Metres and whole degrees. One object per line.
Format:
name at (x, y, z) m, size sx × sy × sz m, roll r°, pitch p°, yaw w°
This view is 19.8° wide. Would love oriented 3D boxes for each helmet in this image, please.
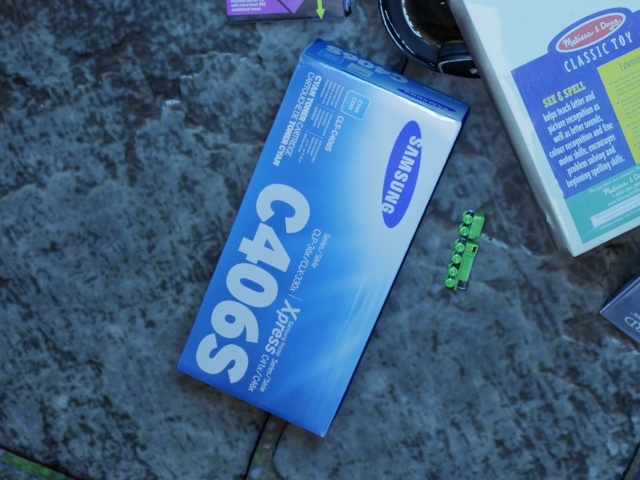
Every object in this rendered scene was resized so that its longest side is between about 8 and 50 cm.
helmet at (0.141, -0.219, 1.611) m, size 0.169 × 0.161 × 0.169 m, roll -1°, pitch 96°, yaw -13°

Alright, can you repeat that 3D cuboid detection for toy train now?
toy train at (0.139, 0.010, 1.758) m, size 0.023 × 0.017 × 0.083 m, roll 13°, pitch 109°, yaw -2°

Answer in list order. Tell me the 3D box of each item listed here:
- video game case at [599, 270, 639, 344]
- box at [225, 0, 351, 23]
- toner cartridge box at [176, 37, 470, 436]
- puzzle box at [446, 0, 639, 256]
video game case at (0.395, 0.058, 1.631) m, size 0.196 × 0.026 × 0.274 m, roll 37°, pitch 145°, yaw -2°
box at (-0.036, -0.285, 1.701) m, size 0.116 × 0.029 × 0.162 m, roll -2°, pitch 105°, yaw 13°
toner cartridge box at (0.000, 0.000, 1.755) m, size 0.165 × 0.075 × 0.348 m, roll 23°, pitch 110°, yaw 4°
puzzle box at (0.327, -0.195, 1.542) m, size 0.409 × 0.052 × 0.272 m, roll -26°, pitch 101°, yaw -8°
